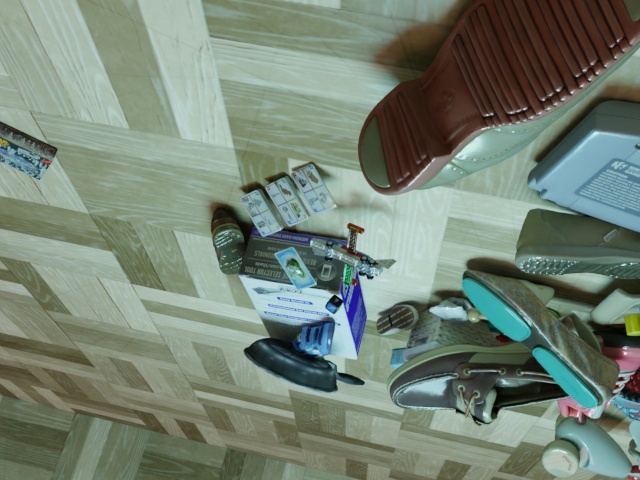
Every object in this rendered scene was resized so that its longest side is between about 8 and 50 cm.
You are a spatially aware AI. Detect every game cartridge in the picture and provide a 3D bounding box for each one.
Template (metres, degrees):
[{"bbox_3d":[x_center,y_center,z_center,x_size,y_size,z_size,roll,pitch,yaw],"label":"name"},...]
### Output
[{"bbox_3d":[0.434,-0.073,1.003,0.297,0.062,0.198,18,150,-7],"label":"game cartridge"}]

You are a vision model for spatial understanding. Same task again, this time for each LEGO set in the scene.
[{"bbox_3d":[0.000,0.000,1.307,0.182,0.060,0.244,-21,105,44],"label":"LEGO set"}]

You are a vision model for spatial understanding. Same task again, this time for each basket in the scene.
[{"bbox_3d":[0.263,0.205,1.590,0.167,0.103,0.113,25,153,-19],"label":"basket"}]

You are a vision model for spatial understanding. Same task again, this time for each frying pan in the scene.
[{"bbox_3d":[0.001,0.258,1.599,0.326,0.053,0.197,20,-175,-27],"label":"frying pan"}]

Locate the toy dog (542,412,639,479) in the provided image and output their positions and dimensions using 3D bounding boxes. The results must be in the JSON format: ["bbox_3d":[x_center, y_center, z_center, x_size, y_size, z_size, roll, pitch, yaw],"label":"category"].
[{"bbox_3d":[0.670,0.463,1.835,0.333,0.220,0.161,7,123,-1],"label":"toy dog"}]

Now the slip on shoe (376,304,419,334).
[{"bbox_3d":[0.161,0.159,1.620,0.041,0.051,0.135,-2,161,-28],"label":"slip on shoe"}]

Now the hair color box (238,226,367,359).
[{"bbox_3d":[-0.022,0.108,1.542,0.185,0.110,0.339,9,155,12],"label":"hair color box"}]

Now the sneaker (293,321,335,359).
[{"bbox_3d":[-0.011,0.185,1.512,0.059,0.053,0.144,20,153,-8],"label":"sneaker"}]

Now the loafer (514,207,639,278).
[{"bbox_3d":[0.397,-0.002,1.125,0.268,0.092,0.102,3,164,-14],"label":"loafer"}]

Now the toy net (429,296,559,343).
[{"bbox_3d":[0.318,0.146,1.515,0.232,0.045,0.122,14,156,5],"label":"toy net"}]

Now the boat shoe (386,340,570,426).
[{"bbox_3d":[0.289,0.266,1.468,0.341,0.123,0.123,-9,130,8],"label":"boat shoe"}]

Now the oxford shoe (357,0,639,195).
[{"bbox_3d":[0.207,-0.172,0.883,0.146,0.141,0.397,-5,165,-39],"label":"oxford shoe"}]

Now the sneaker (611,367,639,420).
[{"bbox_3d":[0.664,0.314,1.621,0.261,0.104,0.125,26,157,-1],"label":"sneaker"}]

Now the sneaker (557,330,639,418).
[{"bbox_3d":[0.515,0.250,1.481,0.115,0.136,0.314,3,159,-7],"label":"sneaker"}]

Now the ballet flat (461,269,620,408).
[{"bbox_3d":[0.375,0.142,1.375,0.316,0.106,0.107,46,159,2],"label":"ballet flat"}]

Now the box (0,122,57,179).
[{"bbox_3d":[-0.519,-0.156,1.366,0.137,0.027,0.094,26,151,-22],"label":"box"}]

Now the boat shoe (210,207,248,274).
[{"bbox_3d":[-0.161,0.003,1.464,0.064,0.060,0.178,-16,151,-6],"label":"boat shoe"}]

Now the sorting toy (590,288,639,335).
[{"bbox_3d":[0.538,0.117,1.268,0.195,0.047,0.348,0,163,4],"label":"sorting toy"}]

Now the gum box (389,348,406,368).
[{"bbox_3d":[0.274,0.280,1.806,0.157,0.041,0.184,32,150,-31],"label":"gum box"}]
